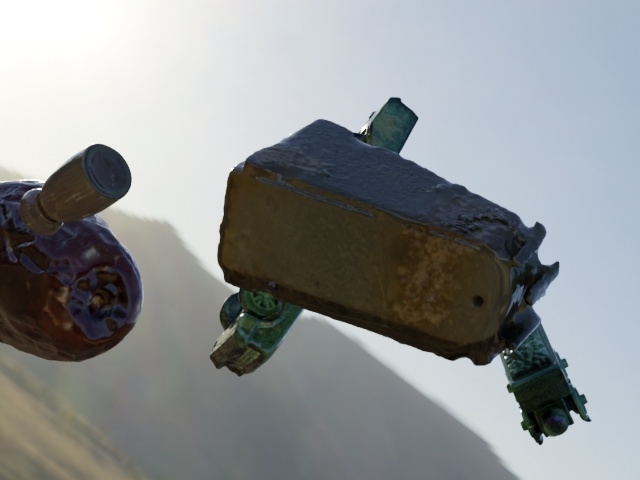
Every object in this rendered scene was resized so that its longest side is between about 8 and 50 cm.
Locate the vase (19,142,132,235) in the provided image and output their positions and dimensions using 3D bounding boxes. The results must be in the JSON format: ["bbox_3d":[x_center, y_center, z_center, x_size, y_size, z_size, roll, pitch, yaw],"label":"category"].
[{"bbox_3d":[-0.211,-0.040,1.315,0.100,0.053,0.053,-28,-58,39],"label":"vase"}]

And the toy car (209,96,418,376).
[{"bbox_3d":[0.000,0.000,1.602,0.097,0.321,0.141,34,-22,-5],"label":"toy car"}]

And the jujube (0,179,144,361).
[{"bbox_3d":[-0.349,0.039,1.934,0.223,0.223,0.318,43,-13,-36],"label":"jujube"}]

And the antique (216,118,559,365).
[{"bbox_3d":[0.065,0.007,1.367,0.284,0.125,0.150,23,32,22],"label":"antique"}]

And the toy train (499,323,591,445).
[{"bbox_3d":[0.216,0.133,1.545,0.172,0.070,0.099,-96,160,-71],"label":"toy train"}]
